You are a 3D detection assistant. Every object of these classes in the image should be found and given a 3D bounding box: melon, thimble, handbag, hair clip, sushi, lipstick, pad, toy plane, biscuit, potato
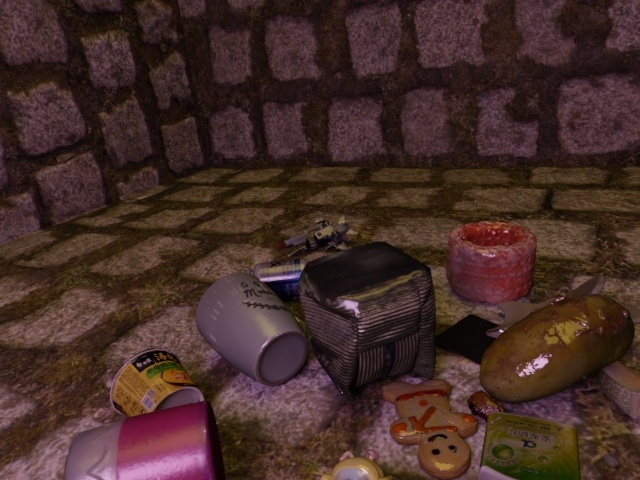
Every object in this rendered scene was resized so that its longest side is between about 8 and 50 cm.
[{"bbox_3d":[0.557,0.255,0.892,0.098,0.054,0.182,-4,15,-6],"label":"melon"},{"bbox_3d":[0.458,0.056,1.297,0.239,0.162,0.239,-4,23,1],"label":"thimble"},{"bbox_3d":[0.093,0.155,0.991,0.248,0.240,0.341,-14,14,-10],"label":"handbag"},{"bbox_3d":[0.526,0.167,1.044,0.282,0.113,0.172,-29,1,32],"label":"hair clip"},{"bbox_3d":[0.291,0.298,0.855,0.050,0.047,0.099,35,2,-11],"label":"sushi"},{"bbox_3d":[-0.110,0.005,1.781,0.129,0.030,0.030,-21,25,-34],"label":"lipstick"},{"bbox_3d":[0.393,0.238,1.045,0.160,0.009,0.265,-20,26,-34],"label":"pad"},{"bbox_3d":[0.001,-0.008,1.707,0.262,0.088,0.192,-21,52,-26],"label":"toy plane"},{"bbox_3d":[0.196,0.320,0.850,0.153,0.030,0.234,-8,20,1],"label":"biscuit"},{"bbox_3d":[0.428,0.196,0.891,0.298,0.141,0.176,-24,-10,-4],"label":"potato"}]

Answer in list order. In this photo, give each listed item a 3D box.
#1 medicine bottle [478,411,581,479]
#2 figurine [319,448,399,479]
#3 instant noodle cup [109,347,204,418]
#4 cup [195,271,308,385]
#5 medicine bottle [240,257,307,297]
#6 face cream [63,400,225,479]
[{"bbox_3d":[0.293,0.342,0.677,0.132,0.088,0.188,3,22,23],"label":"medicine bottle"},{"bbox_3d":[0.051,0.355,0.636,0.127,0.155,0.235,-13,12,24],"label":"figurine"},{"bbox_3d":[-0.304,0.298,0.911,0.152,0.151,0.122,-22,36,-36],"label":"instant noodle cup"},{"bbox_3d":[-0.116,0.206,1.087,0.258,0.186,0.234,12,12,-43],"label":"cup"},{"bbox_3d":[-0.129,0.113,1.387,0.192,0.106,0.107,-6,20,-1],"label":"medicine bottle"},{"bbox_3d":[-0.247,0.344,0.708,0.195,0.175,0.175,-11,21,-10],"label":"face cream"}]
